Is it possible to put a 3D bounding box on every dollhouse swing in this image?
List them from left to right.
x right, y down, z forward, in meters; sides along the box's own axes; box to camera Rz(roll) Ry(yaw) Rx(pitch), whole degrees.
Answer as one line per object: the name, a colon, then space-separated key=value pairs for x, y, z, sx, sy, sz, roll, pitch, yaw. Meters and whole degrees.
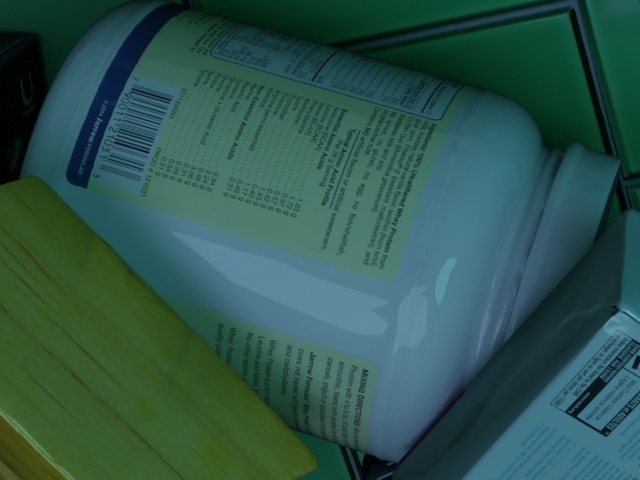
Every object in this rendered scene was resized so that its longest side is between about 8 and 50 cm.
dollhouse swing: x=-0.254 y=0.173 z=0.968 sx=0.315 sy=0.305 sz=0.347 roll=46 pitch=143 yaw=-8

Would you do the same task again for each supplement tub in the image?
supplement tub: x=0.000 y=0.000 z=1.060 sx=0.325 sy=0.235 sz=0.235 roll=17 pitch=121 yaw=10

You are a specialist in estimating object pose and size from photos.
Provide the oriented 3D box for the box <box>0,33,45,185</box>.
box: x=-0.281 y=0.000 z=1.212 sx=0.165 sy=0.143 sz=0.270 roll=5 pitch=119 yaw=17

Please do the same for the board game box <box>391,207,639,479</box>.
board game box: x=0.217 y=0.156 z=0.914 sx=0.303 sy=0.097 sz=0.224 roll=31 pitch=124 yaw=-10

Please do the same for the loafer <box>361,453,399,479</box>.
loafer: x=0.137 y=0.164 z=1.191 sx=0.223 sy=0.078 sz=0.076 roll=0 pitch=116 yaw=18
